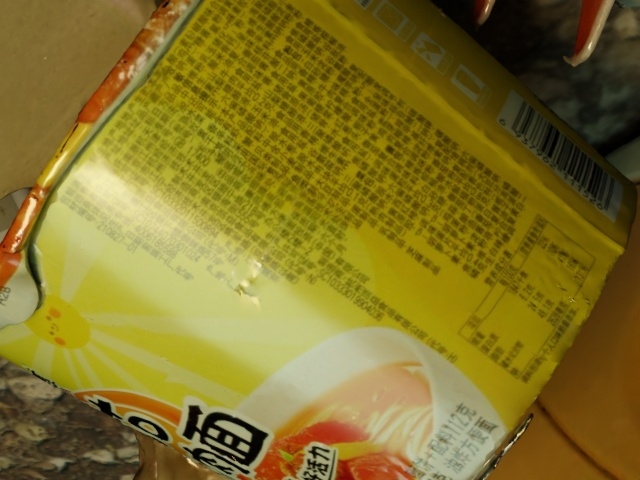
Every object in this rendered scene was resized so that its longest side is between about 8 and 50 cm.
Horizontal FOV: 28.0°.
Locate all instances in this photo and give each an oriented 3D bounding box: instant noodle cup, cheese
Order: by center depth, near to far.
[{"bbox_3d":[0.000,0.000,0.575,0.200,0.264,0.264,34,135,-2],"label":"instant noodle cup"},{"bbox_3d":[-0.178,-0.084,0.608,0.202,0.091,0.175,-40,138,2],"label":"cheese"}]

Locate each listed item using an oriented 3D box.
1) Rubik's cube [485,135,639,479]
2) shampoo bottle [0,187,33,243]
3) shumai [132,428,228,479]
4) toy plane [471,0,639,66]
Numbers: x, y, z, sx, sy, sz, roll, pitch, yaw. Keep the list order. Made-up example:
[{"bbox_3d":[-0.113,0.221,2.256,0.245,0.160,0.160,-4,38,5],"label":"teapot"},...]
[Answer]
[{"bbox_3d":[0.308,0.127,0.654,0.351,0.347,0.352,32,132,-28],"label":"Rubik's cube"},{"bbox_3d":[-0.224,-0.080,0.697,0.086,0.056,0.227,-11,138,2],"label":"shampoo bottle"},{"bbox_3d":[0.002,0.147,0.764,0.217,0.283,0.346,-14,133,24],"label":"shumai"},{"bbox_3d":[0.145,-0.181,0.484,0.223,0.104,0.326,17,154,-14],"label":"toy plane"}]
